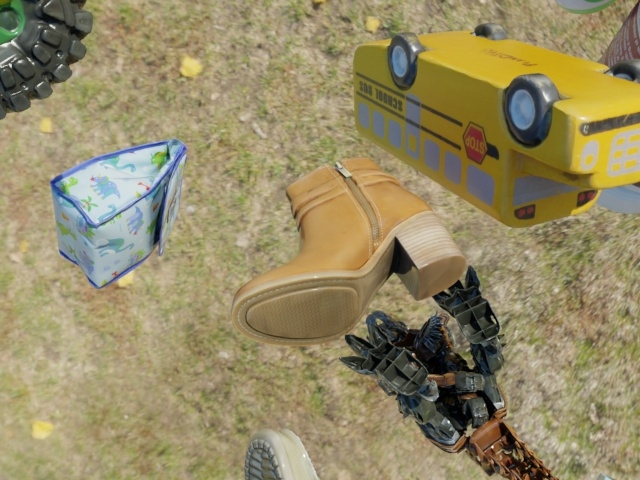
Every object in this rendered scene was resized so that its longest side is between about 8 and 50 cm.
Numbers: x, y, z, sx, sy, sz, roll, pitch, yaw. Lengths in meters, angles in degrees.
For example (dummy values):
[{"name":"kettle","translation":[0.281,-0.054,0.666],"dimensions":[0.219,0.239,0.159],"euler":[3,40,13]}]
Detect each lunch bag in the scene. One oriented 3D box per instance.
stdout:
[{"name":"lunch bag","translation":[-0.215,-0.036,0.819],"dimensions":[0.096,0.151,0.128],"euler":[40,143,14]}]

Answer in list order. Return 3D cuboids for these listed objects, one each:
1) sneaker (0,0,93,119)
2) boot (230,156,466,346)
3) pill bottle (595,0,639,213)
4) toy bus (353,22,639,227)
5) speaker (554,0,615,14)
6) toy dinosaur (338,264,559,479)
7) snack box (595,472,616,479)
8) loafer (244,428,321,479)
[{"name":"sneaker","translation":[-0.318,-0.083,0.504],"dimensions":[0.343,0.134,0.146],"euler":[-44,41,-15]},{"name":"boot","translation":[0.000,0.000,0.586],"dimensions":[0.152,0.197,0.073],"euler":[55,147,41]},{"name":"pill bottle","translation":[0.463,-0.192,0.916],"dimensions":[0.224,0.392,0.224],"euler":[0,70,-1]},{"name":"toy bus","translation":[0.145,-0.111,0.636],"dimensions":[0.333,0.108,0.130],"euler":[-135,38,-55]},{"name":"speaker","translation":[0.346,-0.432,0.967],"dimensions":[0.131,0.296,0.131],"euler":[-9,69,23]},{"name":"toy dinosaur","translation":[0.149,0.159,0.797],"dimensions":[0.322,0.164,0.218],"euler":[17,144,40]},{"name":"snack box","translation":[0.438,0.438,0.836],"dimensions":[0.322,0.060,0.187],"euler":[27,87,16]},{"name":"loafer","translation":[-0.006,0.328,0.844],"dimensions":[0.102,0.092,0.268],"euler":[-3,110,52]}]
